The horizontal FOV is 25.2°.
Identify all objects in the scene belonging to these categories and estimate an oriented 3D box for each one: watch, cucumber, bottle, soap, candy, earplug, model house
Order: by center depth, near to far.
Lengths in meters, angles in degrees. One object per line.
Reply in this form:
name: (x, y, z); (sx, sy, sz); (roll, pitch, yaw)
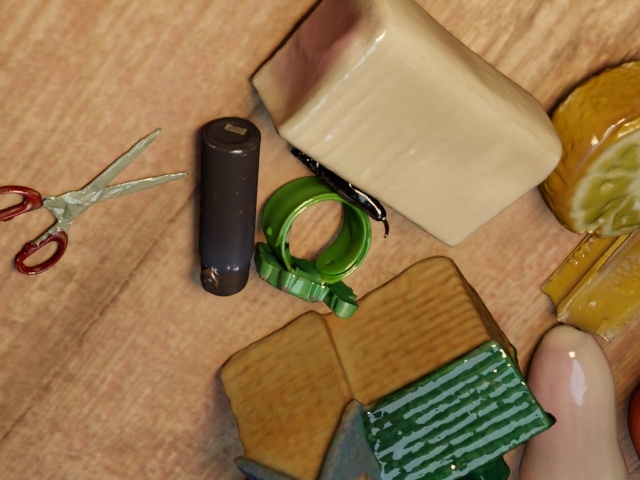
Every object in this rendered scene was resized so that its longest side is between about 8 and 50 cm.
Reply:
candy: (0.111, -0.151, 1.732); (0.208, 0.145, 0.358); (-43, 129, 18)
cucumber: (0.034, -0.072, 1.783); (0.043, 0.163, 0.039); (-49, 179, -19)
bottle: (-0.117, -0.035, 1.792); (0.082, 0.072, 0.244); (-44, 150, -41)
watch: (0.000, 0.000, 1.857); (0.165, 0.131, 0.152); (20, 102, -29)
candy: (0.402, -0.115, 1.878); (0.260, 0.118, 0.260); (-17, 136, -17)
model house: (0.118, 0.271, 1.969); (0.382, 0.343, 0.334); (-33, 132, 9)
soap: (0.441, 0.032, 2.066); (0.135, 0.076, 0.233); (20, 119, -35)
earplug: (0.384, 0.254, 2.188); (0.172, 0.172, 0.301); (-15, 128, -8)

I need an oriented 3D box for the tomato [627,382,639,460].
tomato: (0.639, 0.290, 2.199); (0.321, 0.321, 0.321); (-11, 132, -12)

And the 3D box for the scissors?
scissors: (-0.288, -0.053, 1.755); (0.247, 0.017, 0.144); (-27, 134, 1)
